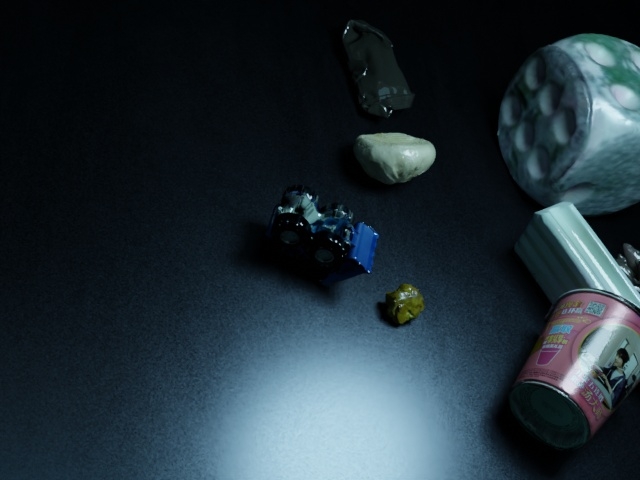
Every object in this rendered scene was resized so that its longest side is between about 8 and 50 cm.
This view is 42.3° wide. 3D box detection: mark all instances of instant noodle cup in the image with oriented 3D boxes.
[{"bbox_3d":[0.488,0.251,1.566,0.244,0.244,0.255,43,55,10],"label":"instant noodle cup"}]

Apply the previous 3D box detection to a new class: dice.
[{"bbox_3d":[0.647,-0.274,1.990,0.348,0.330,0.328,4,52,-27],"label":"dice"}]

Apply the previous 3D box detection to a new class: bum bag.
[{"bbox_3d":[0.136,-0.416,2.016,0.142,0.080,0.326,-2,58,-20],"label":"bum bag"}]

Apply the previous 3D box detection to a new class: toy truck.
[{"bbox_3d":[0.000,0.000,1.567,0.208,0.126,0.113,27,45,-11],"label":"toy truck"}]

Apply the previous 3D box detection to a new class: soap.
[{"bbox_3d":[0.544,0.071,1.752,0.095,0.173,0.290,-21,64,-18],"label":"soap"}]

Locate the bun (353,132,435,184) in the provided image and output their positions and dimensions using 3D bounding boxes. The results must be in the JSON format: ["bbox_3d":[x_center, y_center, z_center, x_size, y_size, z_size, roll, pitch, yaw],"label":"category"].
[{"bbox_3d":[0.158,-0.176,1.809,0.183,0.102,0.183,5,18,-2],"label":"bun"}]

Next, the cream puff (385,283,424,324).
[{"bbox_3d":[0.165,0.119,1.601,0.083,0.058,0.083,15,50,-19],"label":"cream puff"}]

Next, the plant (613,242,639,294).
[{"bbox_3d":[0.728,0.135,1.783,0.181,0.194,0.321,28,48,-39],"label":"plant"}]
